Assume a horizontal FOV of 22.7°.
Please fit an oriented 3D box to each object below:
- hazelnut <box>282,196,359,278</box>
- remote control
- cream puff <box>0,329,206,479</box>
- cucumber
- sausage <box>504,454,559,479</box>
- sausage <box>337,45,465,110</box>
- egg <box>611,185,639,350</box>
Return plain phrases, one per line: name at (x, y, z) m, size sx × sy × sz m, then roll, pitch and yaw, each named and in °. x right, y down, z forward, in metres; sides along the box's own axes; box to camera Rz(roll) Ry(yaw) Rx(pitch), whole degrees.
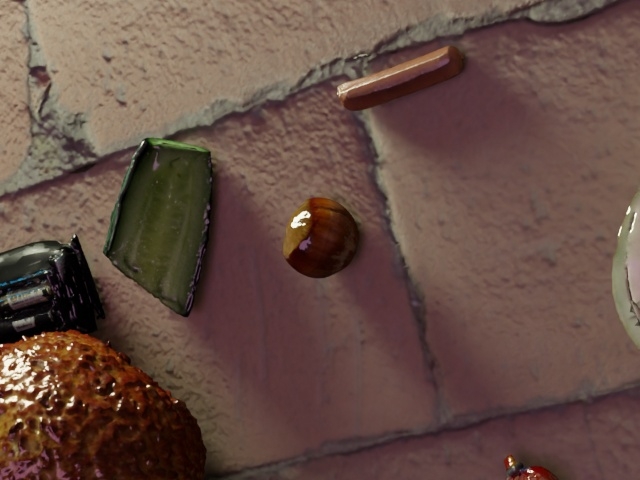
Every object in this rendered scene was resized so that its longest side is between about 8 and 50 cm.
hazelnut at (0.000, 0.000, 1.710) m, size 0.086 × 0.086 × 0.086 m, roll 5°, pitch 101°, yaw 26°
remote control at (-0.444, 0.105, 1.954) m, size 0.399 × 0.062 × 0.144 m, roll -18°, pitch 91°, yaw 28°
cream puff at (-0.290, 0.261, 1.775) m, size 0.350 × 0.228 × 0.350 m, roll 2°, pitch 78°, yaw -8°
cucumber at (-0.186, -0.020, 1.796) m, size 0.115 × 0.086 × 0.193 m, roll 9°, pitch 106°, yaw -20°
sausage at (0.267, 0.339, 1.635) m, size 0.074 × 0.074 × 0.274 m, roll -37°, pitch 82°, yaw 27°
sausage at (0.084, -0.168, 1.661) m, size 0.147 × 0.035 × 0.030 m, roll -17°, pitch 123°, yaw 29°
egg at (0.417, 0.027, 1.461) m, size 0.264 × 0.174 × 0.286 m, roll 24°, pitch 82°, yaw 24°
